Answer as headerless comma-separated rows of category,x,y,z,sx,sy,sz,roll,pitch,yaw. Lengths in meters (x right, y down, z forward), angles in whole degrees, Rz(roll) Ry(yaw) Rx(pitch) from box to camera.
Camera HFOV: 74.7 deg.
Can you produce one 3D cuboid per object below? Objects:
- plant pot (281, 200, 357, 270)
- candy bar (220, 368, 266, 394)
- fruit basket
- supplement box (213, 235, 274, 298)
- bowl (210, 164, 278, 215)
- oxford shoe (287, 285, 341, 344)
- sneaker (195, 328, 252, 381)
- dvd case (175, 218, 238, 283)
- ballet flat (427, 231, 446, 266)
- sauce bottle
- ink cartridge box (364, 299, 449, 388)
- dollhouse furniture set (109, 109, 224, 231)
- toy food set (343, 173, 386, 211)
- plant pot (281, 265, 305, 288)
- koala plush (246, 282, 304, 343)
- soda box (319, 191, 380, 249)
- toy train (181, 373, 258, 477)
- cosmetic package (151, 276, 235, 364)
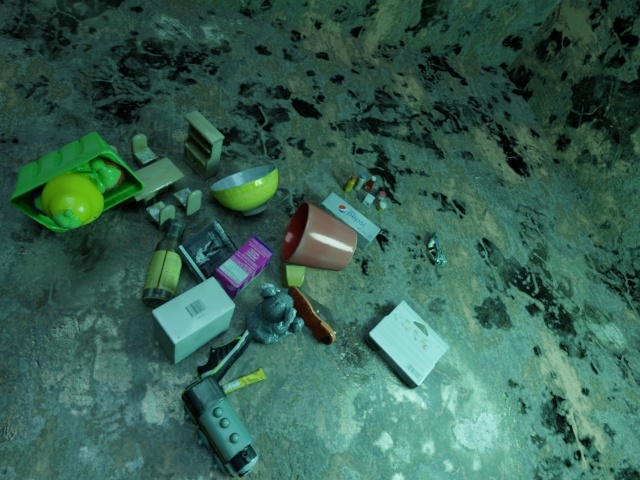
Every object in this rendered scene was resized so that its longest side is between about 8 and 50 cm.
plant pot,0.000,0.000,1.737,0.243,0.275,0.274,20,54,-19
candy bar,-0.268,0.492,1.459,0.162,0.018,0.040,-15,62,-27
fruit basket,-0.819,-0.153,1.428,0.392,0.283,0.391,-4,65,8
supplement box,-0.300,0.103,1.635,0.114,0.111,0.220,41,55,7
bowl,-0.300,-0.198,1.778,0.289,0.290,0.156,-32,116,-33
oxford shoe,-0.025,0.282,1.650,0.271,0.097,0.098,52,39,7
sneaker,-0.336,0.386,1.450,0.097,0.084,0.234,34,62,14
dvd case,-0.431,0.040,1.623,0.164,0.018,0.221,58,44,-14
ballet flat,0.553,0.039,2.027,0.070,0.070,0.188,4,55,-18
sauce bottle,-0.566,0.077,1.554,0.112,0.111,0.344,12,56,-13
ink cartridge box,0.354,0.417,1.713,0.275,0.060,0.239,46,54,12
dollhouse furniture set,-0.607,-0.312,1.694,0.362,0.256,0.394,44,55,10
toy food set,0.241,-0.248,2.063,0.232,0.104,0.111,33,54,2
plant pot,-0.111,0.152,1.698,0.082,0.081,0.083,4,71,-18
koala plush,-0.163,0.261,1.518,0.203,0.221,0.196,-30,73,-32
soda box,0.127,-0.089,1.928,0.286,0.091,0.098,38,55,6
toy train,-0.311,0.568,1.288,0.142,0.190,0.334,-28,72,-32
cosmetic package,-0.428,0.271,1.411,0.224,0.224,0.138,-31,71,-33
